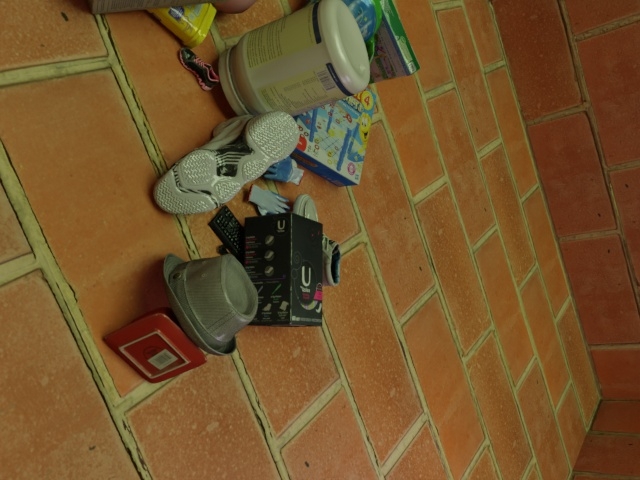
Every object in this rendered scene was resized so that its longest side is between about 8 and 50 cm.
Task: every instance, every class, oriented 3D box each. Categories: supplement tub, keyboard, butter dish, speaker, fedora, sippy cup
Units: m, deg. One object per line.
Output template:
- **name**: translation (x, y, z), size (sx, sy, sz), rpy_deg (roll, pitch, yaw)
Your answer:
- **supplement tub**: translation (-0.065, -0.436, 1.519), size (0.235, 0.325, 0.235), rpy_deg (44, 39, -51)
- **keyboard**: translation (-0.209, 0.009, 1.515), size (0.180, 0.023, 0.108), rpy_deg (55, 45, -26)
- **butter dish**: translation (-0.327, 0.195, 1.255), size (0.159, 0.160, 0.118), rpy_deg (54, 22, -27)
- **speaker**: translation (-0.127, -0.212, 1.637), size (0.136, 0.055, 0.055), rpy_deg (17, 69, -47)
- **fedora**: translation (-0.217, 0.109, 1.293), size (0.243, 0.124, 0.275), rpy_deg (54, 9, -23)
- **sippy cup**: translation (0.030, -0.641, 1.811), size (0.306, 0.240, 0.224), rpy_deg (34, 59, 5)

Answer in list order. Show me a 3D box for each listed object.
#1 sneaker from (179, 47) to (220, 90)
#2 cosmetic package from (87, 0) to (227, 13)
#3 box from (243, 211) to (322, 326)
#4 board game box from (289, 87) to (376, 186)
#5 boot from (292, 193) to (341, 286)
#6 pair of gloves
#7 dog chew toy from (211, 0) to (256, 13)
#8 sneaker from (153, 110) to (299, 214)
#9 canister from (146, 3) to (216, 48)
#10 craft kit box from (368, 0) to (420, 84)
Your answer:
- **sneaker**: translation (-0.291, -0.425, 1.487), size (0.119, 0.057, 0.047), rpy_deg (49, 50, -30)
- **cosmetic package**: translation (-0.336, -0.571, 1.286), size (0.310, 0.160, 0.113), rpy_deg (-16, 95, -23)
- **box**: translation (-0.091, 0.079, 1.519), size (0.165, 0.144, 0.270), rpy_deg (17, 70, -61)
- **board game box**: translation (0.019, -0.352, 1.787), size (0.308, 0.086, 0.301), rpy_deg (24, 73, -45)
- **boot**: translation (0.000, 0.000, 1.660), size (0.095, 0.124, 0.258), rpy_deg (-16, 103, -54)
- **pair of gloves**: translation (-0.117, -0.141, 1.611), size (0.159, 0.023, 0.198), rpy_deg (27, 80, -46)
- **dog chew toy**: translation (-0.268, -0.722, 1.482), size (0.332, 0.207, 0.206), rpy_deg (44, 50, -24)
- **sneaker**: translation (-0.234, -0.187, 1.448), size (0.366, 0.210, 0.137), rpy_deg (-34, 111, -12)
- **canister**: translation (-0.343, -0.559, 1.442), size (0.170, 0.073, 0.126), rpy_deg (36, 57, -38)
- **craft kit box**: translation (0.182, -0.636, 1.960), size (0.061, 0.247, 0.249), rpy_deg (-38, 113, -24)
